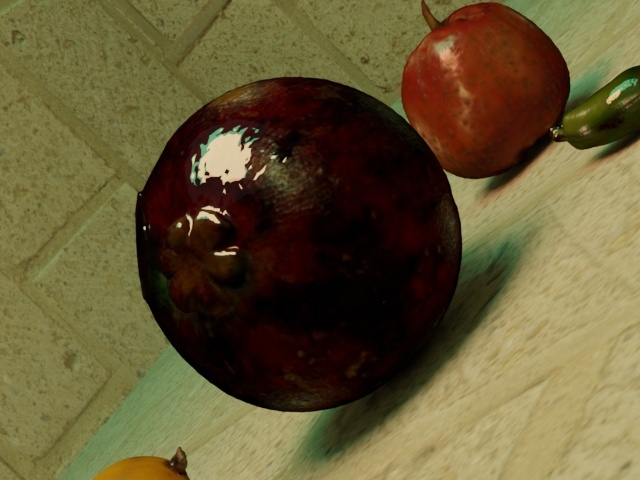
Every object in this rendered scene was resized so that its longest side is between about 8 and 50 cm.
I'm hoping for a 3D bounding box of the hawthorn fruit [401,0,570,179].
[{"bbox_3d":[0.163,-0.172,1.404,0.179,0.200,0.179,-41,11,10],"label":"hawthorn fruit"}]

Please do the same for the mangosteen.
[{"bbox_3d":[-0.015,0.003,1.151,0.311,0.311,0.311,-46,6,6],"label":"mangosteen"}]

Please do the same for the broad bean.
[{"bbox_3d":[0.268,-0.124,1.087,0.213,0.048,0.070,-35,12,49],"label":"broad bean"}]

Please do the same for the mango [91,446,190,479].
[{"bbox_3d":[-0.219,0.323,1.258,0.317,0.119,0.176,-54,7,15],"label":"mango"}]
